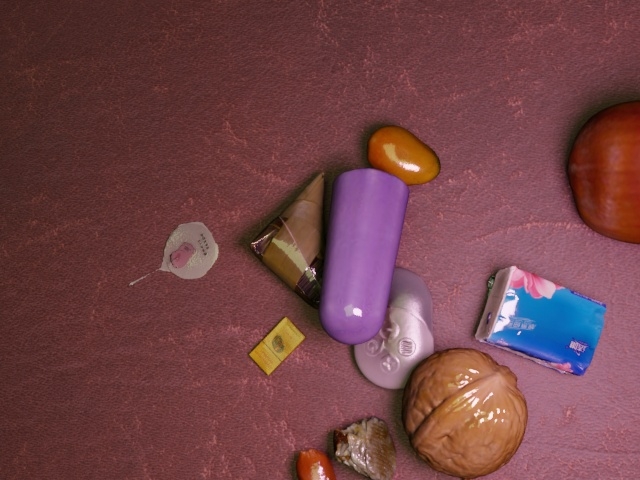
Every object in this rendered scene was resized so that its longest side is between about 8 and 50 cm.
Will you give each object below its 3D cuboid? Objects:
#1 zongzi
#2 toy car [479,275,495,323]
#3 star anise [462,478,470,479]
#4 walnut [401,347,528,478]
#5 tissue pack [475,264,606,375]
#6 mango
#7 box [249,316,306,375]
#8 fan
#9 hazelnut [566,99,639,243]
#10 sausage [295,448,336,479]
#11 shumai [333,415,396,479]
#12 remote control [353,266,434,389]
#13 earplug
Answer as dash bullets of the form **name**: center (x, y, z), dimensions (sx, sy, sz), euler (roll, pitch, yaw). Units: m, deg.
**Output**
- **zongzi**: center (0.000, 0.000, 1.799), dimensions (0.289, 0.154, 0.317), euler (41, 85, 8)
- **toy car**: center (0.478, 0.171, 1.708), dimensions (0.073, 0.054, 0.143), euler (13, 85, 12)
- **star anise**: center (0.396, 0.646, 1.649), dimensions (0.158, 0.144, 0.140), euler (-12, 123, 17)
- **walnut**: center (0.351, 0.416, 1.552), dimensions (0.332, 0.333, 0.333), euler (-2, 80, 12)
- **tissue pack**: center (0.562, 0.208, 1.610), dimensions (0.269, 0.137, 0.209), euler (22, 86, -4)
- **mango**: center (0.230, -0.233, 1.797), dimensions (0.221, 0.120, 0.151), euler (39, 89, 8)
- **box**: center (-0.124, 0.305, 1.830), dimensions (0.155, 0.023, 0.087), euler (-46, 72, 1)
- **fan**: center (-0.461, 0.065, 1.949), dimensions (0.310, 0.010, 0.182), euler (-30, 76, 5)
- **hazelnut**: center (0.804, -0.170, 1.566), dimensions (0.365, 0.366, 0.366), euler (-2, 80, 12)
- **sausage**: center (0.014, 0.732, 1.691), dimensions (0.097, 0.094, 0.348), euler (-19, 78, 22)
- **shumai**: center (0.107, 0.572, 1.682), dimensions (0.142, 0.184, 0.184), euler (-23, 75, 32)
- **remote control**: center (0.198, 0.238, 1.730), dimensions (0.221, 0.103, 0.332), euler (-3, 78, 17)
- **earplug**: center (0.106, 0.051, 1.670), dimensions (0.215, 0.215, 0.456), euler (4, 66, 13)
